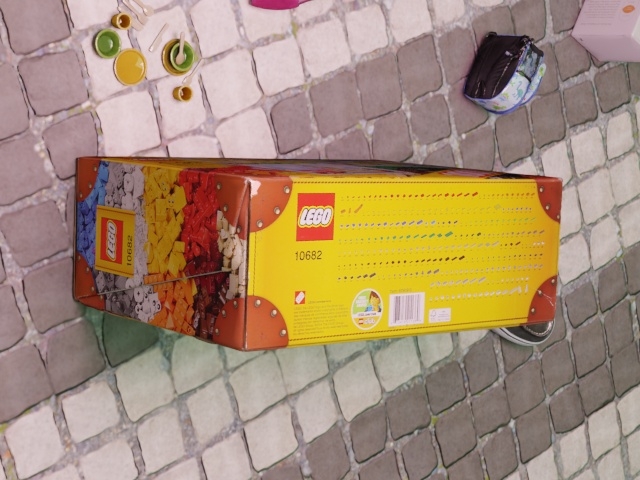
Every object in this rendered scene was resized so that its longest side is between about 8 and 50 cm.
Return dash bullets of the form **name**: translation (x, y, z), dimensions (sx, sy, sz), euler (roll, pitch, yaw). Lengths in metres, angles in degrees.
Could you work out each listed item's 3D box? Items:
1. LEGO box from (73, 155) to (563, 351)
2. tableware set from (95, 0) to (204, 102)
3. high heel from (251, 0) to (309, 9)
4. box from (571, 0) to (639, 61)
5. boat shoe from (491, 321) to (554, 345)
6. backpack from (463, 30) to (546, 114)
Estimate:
- **LEGO box**: translation (0.000, 0.000, 1.693), dimensions (0.500, 0.372, 0.193), euler (-2, 98, -39)
- **tableware set**: translation (-0.214, -0.235, 1.709), dimensions (0.154, 0.024, 0.104), euler (43, 70, -35)
- **high heel**: translation (-0.049, -0.431, 1.801), dimensions (0.117, 0.082, 0.244), euler (-7, 92, 3)
- **box**: translation (0.512, -0.387, 2.203), dimensions (0.091, 0.130, 0.170), euler (31, 78, -38)
- **boat shoe**: translation (0.292, 0.052, 2.097), dimensions (0.121, 0.119, 0.335), euler (-52, 124, -21)
- **backpack**: translation (0.284, -0.250, 2.056), dimensions (0.084, 0.105, 0.114), euler (34, 81, -36)
